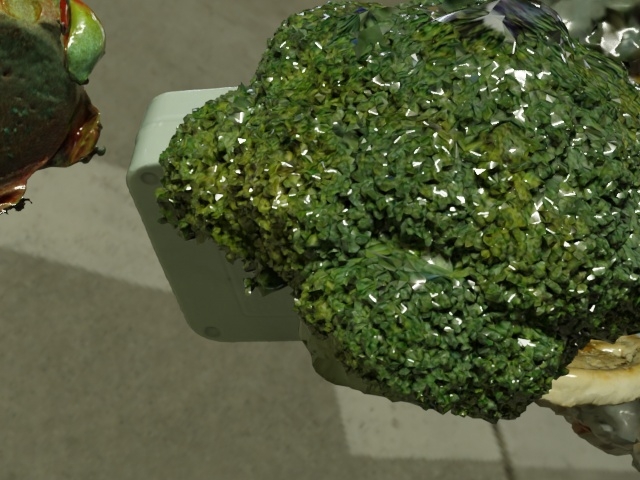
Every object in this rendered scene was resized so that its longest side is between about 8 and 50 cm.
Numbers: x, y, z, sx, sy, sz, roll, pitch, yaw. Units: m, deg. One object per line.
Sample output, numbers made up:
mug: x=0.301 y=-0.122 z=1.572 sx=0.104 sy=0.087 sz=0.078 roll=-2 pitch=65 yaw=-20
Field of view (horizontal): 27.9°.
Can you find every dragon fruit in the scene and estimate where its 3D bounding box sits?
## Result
dragon fruit: x=-0.328 y=-0.129 z=1.109 sx=0.295 sy=0.268 sz=0.130 roll=-21 pitch=49 yaw=-28

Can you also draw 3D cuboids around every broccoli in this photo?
broccoli: x=0.031 y=-0.017 z=0.391 sx=0.146 sy=0.138 sz=0.162 roll=-16 pitch=53 yaw=-35

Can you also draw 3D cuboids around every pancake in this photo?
pancake: x=0.121 y=0.058 z=0.721 sx=0.152 sy=0.025 sz=0.151 roll=5 pitch=14 yaw=-1

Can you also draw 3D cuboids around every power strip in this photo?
power strip: x=0.000 y=0.000 z=1.000 sx=0.261 sy=0.229 sz=0.141 roll=-2 pitch=49 yaw=11

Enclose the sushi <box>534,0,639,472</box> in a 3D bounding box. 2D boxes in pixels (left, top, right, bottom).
sushi: x=0.260 y=-0.032 z=0.819 sx=0.417 sy=0.417 sz=0.176 roll=47 pitch=12 yaw=14
